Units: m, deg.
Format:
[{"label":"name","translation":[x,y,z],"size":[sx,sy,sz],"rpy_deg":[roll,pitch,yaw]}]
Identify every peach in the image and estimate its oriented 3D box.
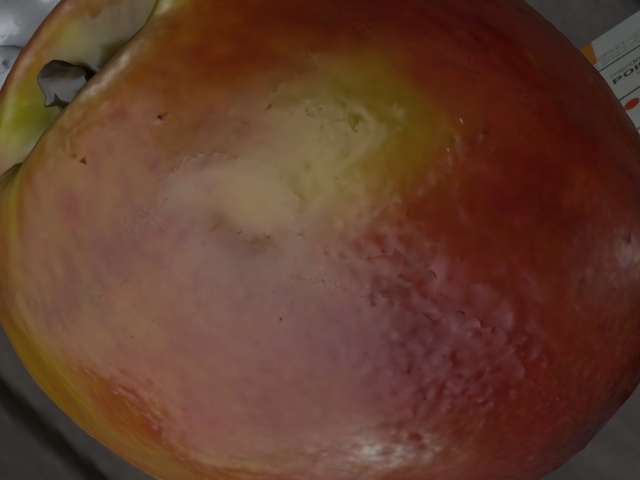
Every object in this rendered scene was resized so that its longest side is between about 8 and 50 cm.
[{"label":"peach","translation":[0.000,0.000,0.810],"size":[0.281,0.238,0.281],"rpy_deg":[1,131,1]}]

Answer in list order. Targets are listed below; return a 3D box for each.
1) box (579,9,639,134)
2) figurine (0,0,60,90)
[{"label":"box","translation":[0.260,-0.090,1.412],"size":[0.274,0.220,0.091],"rpy_deg":[-35,114,13]},{"label":"figurine","translation":[-0.157,-0.154,1.276],"size":[0.129,0.178,0.109],"rpy_deg":[63,175,-4]}]
